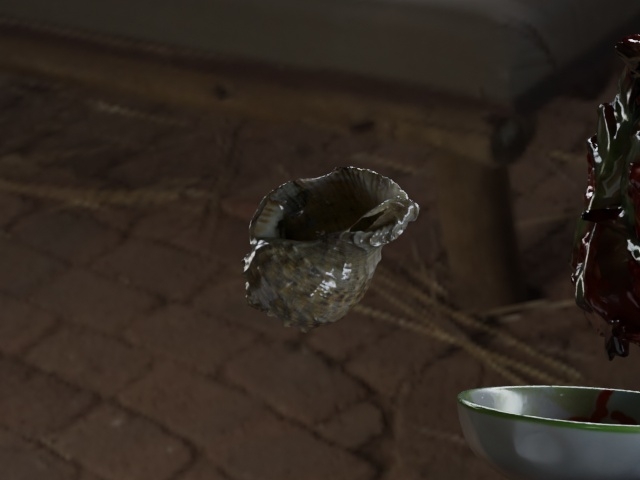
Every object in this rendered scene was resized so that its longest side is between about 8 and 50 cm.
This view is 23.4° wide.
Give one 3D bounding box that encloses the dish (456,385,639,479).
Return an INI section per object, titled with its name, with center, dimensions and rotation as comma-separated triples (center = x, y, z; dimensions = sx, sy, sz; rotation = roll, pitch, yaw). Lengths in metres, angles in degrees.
[dish]
center = 0.319, 0.253, 1.825
dimensions = 0.324, 0.124, 0.324
rotation = 3, 2, 0

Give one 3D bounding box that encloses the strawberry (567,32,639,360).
[strawberry]
center = 0.298, -0.033, 1.063
dimensions = 0.257, 0.261, 0.261
rotation = 10, 29, -3

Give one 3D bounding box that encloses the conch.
[conch]
center = 0.000, 0.000, 1.562
dimensions = 0.207, 0.155, 0.130
rotation = -37, -14, 20
